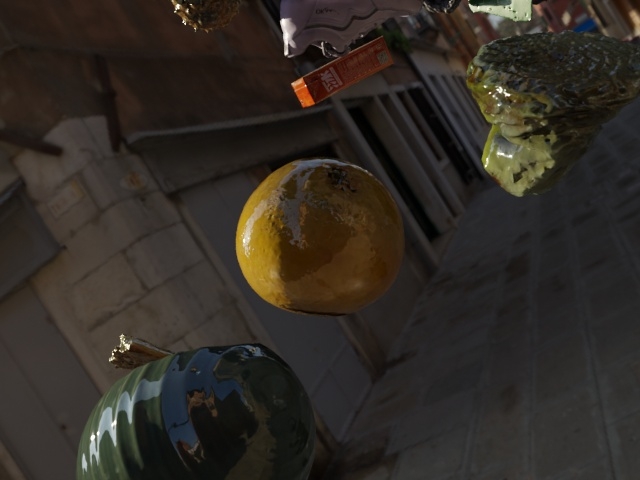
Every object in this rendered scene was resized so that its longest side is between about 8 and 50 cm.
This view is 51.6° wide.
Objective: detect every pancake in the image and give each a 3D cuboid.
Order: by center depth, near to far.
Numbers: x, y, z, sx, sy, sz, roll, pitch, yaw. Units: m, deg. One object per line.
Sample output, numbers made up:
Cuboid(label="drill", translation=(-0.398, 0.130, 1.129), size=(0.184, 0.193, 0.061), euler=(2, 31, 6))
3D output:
Cuboid(label="pancake", translation=(-0.412, 0.310, 1.606), size=(0.244, 0.266, 0.057), euler=(-12, 46, 31))

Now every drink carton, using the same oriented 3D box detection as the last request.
Cuboid(label="drink carton", translation=(0.051, -0.390, 1.541), size=(0.222, 0.071, 0.096), euler=(-30, 13, -13))

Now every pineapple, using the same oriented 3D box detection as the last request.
Cuboid(label="pineapple", translation=(-0.194, -0.380, 0.959), size=(0.111, 0.119, 0.237), euler=(-11, -3, 11))

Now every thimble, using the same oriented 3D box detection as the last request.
Cuboid(label="thimble", translation=(0.240, -0.508, 1.314), size=(0.095, 0.105, 0.066), euler=(10, 32, 24))

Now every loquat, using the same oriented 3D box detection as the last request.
Cuboid(label="loquat", translation=(0.000, 0.000, 1.031), size=(0.263, 0.263, 0.263), euler=(-32, 2, 1))

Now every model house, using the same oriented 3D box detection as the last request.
Cuboid(label="model house", translation=(0.379, -0.496, 1.283), size=(0.088, 0.117, 0.167), euler=(-20, 32, -29))

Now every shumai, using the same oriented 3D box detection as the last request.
Cuboid(label="shumai", translation=(0.410, -0.205, 1.162), size=(0.303, 0.264, 0.309), euler=(5, 36, 18))

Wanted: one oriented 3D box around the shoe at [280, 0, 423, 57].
Cuboid(label="shoe", translation=(0.046, -0.354, 1.044), size=(0.244, 0.138, 0.095), euler=(-2, 19, -18))

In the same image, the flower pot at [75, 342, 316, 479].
Cuboid(label="flower pot", translation=(-0.110, 0.189, 0.589), size=(0.189, 0.157, 0.243), euler=(-3, -28, -46))
